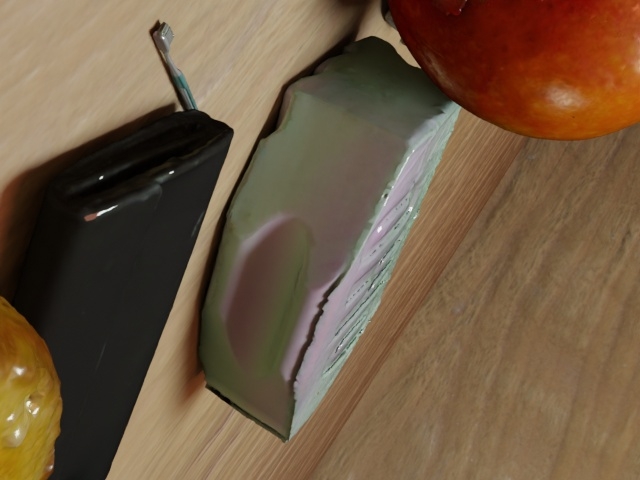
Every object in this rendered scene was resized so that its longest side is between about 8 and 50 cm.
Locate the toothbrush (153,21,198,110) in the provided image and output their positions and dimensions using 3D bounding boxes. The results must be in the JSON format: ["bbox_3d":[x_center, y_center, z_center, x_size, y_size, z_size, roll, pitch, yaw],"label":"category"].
[{"bbox_3d":[-0.111,-0.129,0.908,0.014,0.011,0.167,-63,168,-14],"label":"toothbrush"}]

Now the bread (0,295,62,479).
[{"bbox_3d":[-0.254,0.114,0.505,0.312,0.172,0.312,-55,168,-18],"label":"bread"}]

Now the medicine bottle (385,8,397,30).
[{"bbox_3d":[0.159,-0.314,1.354,0.168,0.105,0.105,-62,168,1],"label":"medicine bottle"}]

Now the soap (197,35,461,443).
[{"bbox_3d":[-0.005,0.014,1.314,0.261,0.156,0.446,-46,161,-51],"label":"soap"}]

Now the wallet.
[{"bbox_3d":[-0.195,0.094,0.943,0.228,0.062,0.406,-42,159,-58],"label":"wallet"}]

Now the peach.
[{"bbox_3d":[0.236,-0.279,1.135,0.370,0.370,0.370,-56,167,-21],"label":"peach"}]

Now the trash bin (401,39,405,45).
[{"bbox_3d":[0.146,-0.295,1.492,0.092,0.043,0.061,-62,168,22],"label":"trash bin"}]
